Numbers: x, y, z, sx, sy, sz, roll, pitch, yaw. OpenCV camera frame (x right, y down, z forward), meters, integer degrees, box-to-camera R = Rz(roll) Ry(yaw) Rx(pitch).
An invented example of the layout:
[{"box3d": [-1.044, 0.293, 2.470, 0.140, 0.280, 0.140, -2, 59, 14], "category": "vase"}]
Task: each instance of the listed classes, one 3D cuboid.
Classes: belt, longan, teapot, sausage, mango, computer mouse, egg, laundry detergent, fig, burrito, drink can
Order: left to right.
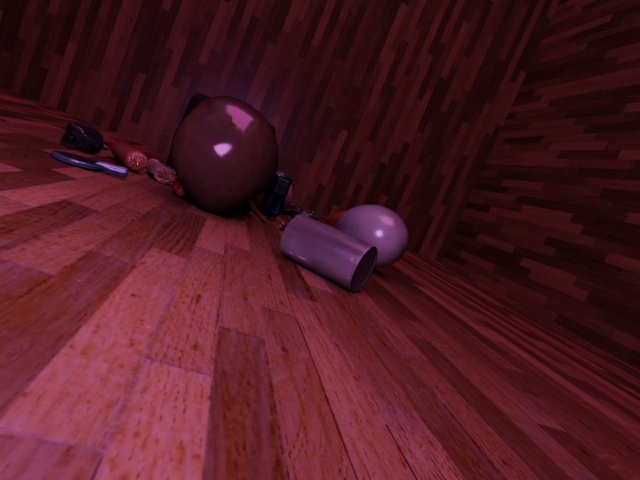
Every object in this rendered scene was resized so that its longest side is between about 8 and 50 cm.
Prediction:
[{"box3d": [-0.834, -0.356, 1.525, 0.096, 0.087, 0.177, 29, 8, 16], "category": "teapot"}, {"box3d": [-0.726, -0.323, 1.612, 0.086, 0.086, 0.289, 17, 7, -40], "category": "sausage"}, {"box3d": [-0.611, -0.263, 1.620, 0.087, 0.060, 0.226, 23, 5, -40], "category": "burrito"}, {"box3d": [-0.458, -0.169, 1.443, 0.098, 0.049, 0.165, 29, 7, -16], "category": "laundry detergent"}, {"box3d": [-0.307, -0.277, 1.392, 0.337, 0.403, 0.404, 10, 8, -5], "category": "longan"}, {"box3d": [-0.288, -0.174, 1.637, 0.175, 0.175, 0.207, 18, 27, -33], "category": "fig"}, {"box3d": [-0.205, -0.198, 1.838, 0.118, 0.204, 0.118, 22, 4, -2], "category": "drink can"}, {"box3d": [-0.167, -0.175, 2.431, 0.192, 0.062, 0.106, 18, 7, -46], "category": "computer mouse"}, {"box3d": [-0.079, -0.130, 2.273, 0.152, 0.079, 0.121, 19, 7, -36], "category": "belt"}, {"box3d": [0.149, -0.066, 2.068, 0.199, 0.201, 0.350, 40, -14, -37], "category": "mango"}, {"box3d": [0.179, -0.020, 1.575, 0.230, 0.229, 0.371, 20, 1, -22], "category": "egg"}]

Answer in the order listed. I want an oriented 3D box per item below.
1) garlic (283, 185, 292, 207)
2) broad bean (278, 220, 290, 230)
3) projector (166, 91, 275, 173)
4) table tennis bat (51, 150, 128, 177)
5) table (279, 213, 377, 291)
[{"box3d": [-0.234, -0.254, 2.239, 0.281, 0.203, 0.184, 9, 32, -50], "category": "garlic"}, {"box3d": [-0.078, -0.043, 1.702, 0.255, 0.046, 0.065, 15, 17, -44], "category": "broad bean"}, {"box3d": [-0.466, -0.438, 2.020, 0.396, 0.404, 0.242, 25, 7, 16], "category": "projector"}, {"box3d": [-0.664, -0.221, 1.234, 0.201, 0.033, 0.124, 13, 12, -32], "category": "table tennis bat"}, {"box3d": [0.019, 0.029, 1.078, 0.220, 0.126, 0.126, 25, 7, 26], "category": "table"}]
